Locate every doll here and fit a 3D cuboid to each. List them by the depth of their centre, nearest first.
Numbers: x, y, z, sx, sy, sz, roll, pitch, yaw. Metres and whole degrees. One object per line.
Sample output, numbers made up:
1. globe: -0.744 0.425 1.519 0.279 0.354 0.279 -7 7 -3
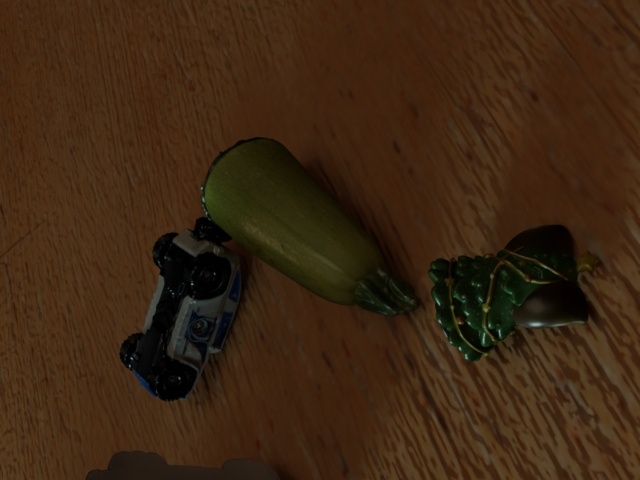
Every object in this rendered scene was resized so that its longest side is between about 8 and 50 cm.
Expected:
1. doll: 0.121 0.027 0.696 0.113 0.076 0.078 -36 44 36

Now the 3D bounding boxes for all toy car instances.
1. toy car: -0.122 0.062 0.971 0.080 0.070 0.171 28 101 50

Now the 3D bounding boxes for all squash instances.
1. squash: 0.000 0.000 0.855 0.224 0.094 0.094 37 106 41

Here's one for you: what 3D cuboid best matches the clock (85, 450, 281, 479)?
1. clock: -0.109 0.309 0.821 0.189 0.189 0.254 37 121 49
